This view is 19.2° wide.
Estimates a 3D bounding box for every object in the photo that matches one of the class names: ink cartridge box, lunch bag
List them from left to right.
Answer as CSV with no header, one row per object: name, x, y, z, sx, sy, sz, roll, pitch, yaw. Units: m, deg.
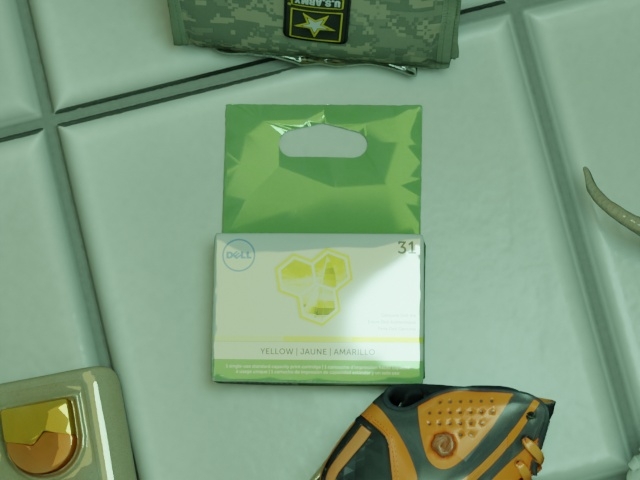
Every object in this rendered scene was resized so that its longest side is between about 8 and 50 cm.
ink cartridge box,0.000,0.000,1.529,0.171,0.056,0.235,1,83,2
lunch bag,0.003,-0.268,1.496,0.235,0.169,0.287,5,114,1

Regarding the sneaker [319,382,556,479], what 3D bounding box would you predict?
sneaker,0.163,0.216,1.441,0.321,0.124,0.180,30,84,-3

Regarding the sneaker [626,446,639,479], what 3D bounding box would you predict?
sneaker,0.279,0.166,1.450,0.092,0.087,0.228,-4,53,9

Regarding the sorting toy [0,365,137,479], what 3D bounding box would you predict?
sorting toy,-0.250,0.210,1.508,0.208,0.038,0.193,-10,81,0

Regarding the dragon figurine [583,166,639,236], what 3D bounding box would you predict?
dragon figurine,0.350,0.013,1.500,0.289,0.144,0.085,10,83,23

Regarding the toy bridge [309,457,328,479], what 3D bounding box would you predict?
toy bridge,0.027,0.198,1.509,0.063,0.026,0.188,40,83,7
